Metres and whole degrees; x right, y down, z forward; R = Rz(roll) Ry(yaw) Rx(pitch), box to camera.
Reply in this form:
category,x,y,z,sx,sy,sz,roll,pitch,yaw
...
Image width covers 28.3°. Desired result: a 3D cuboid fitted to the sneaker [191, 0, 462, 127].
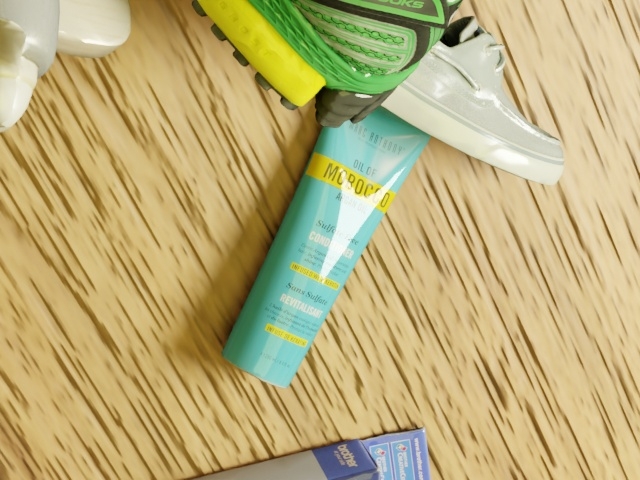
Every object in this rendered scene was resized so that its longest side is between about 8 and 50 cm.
category,x,y,z,sx,sy,sz,roll,pitch,yaw
sneaker,-0.051,-0.231,0.708,0.343,0.134,0.146,42,128,-11

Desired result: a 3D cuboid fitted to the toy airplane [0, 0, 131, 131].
category,x,y,z,sx,sy,sz,roll,pitch,yaw
toy airplane,-0.304,-0.169,0.591,0.386,0.272,0.384,-39,116,-28

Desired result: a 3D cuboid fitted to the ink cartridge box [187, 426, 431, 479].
category,x,y,z,sx,sy,sz,roll,pitch,yaw
ink cartridge box,-0.051,0.261,0.938,0.311,0.065,0.185,-13,110,-14

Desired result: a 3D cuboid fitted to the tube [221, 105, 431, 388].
category,x,y,z,sx,sy,sz,roll,pitch,yaw
tube,0.000,0.000,0.883,0.080,0.052,0.207,26,92,-31

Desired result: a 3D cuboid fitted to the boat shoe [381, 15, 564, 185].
category,x,y,z,sx,sy,sz,roll,pitch,yaw
boat shoe,0.084,-0.114,0.851,0.228,0.079,0.081,28,101,-18
